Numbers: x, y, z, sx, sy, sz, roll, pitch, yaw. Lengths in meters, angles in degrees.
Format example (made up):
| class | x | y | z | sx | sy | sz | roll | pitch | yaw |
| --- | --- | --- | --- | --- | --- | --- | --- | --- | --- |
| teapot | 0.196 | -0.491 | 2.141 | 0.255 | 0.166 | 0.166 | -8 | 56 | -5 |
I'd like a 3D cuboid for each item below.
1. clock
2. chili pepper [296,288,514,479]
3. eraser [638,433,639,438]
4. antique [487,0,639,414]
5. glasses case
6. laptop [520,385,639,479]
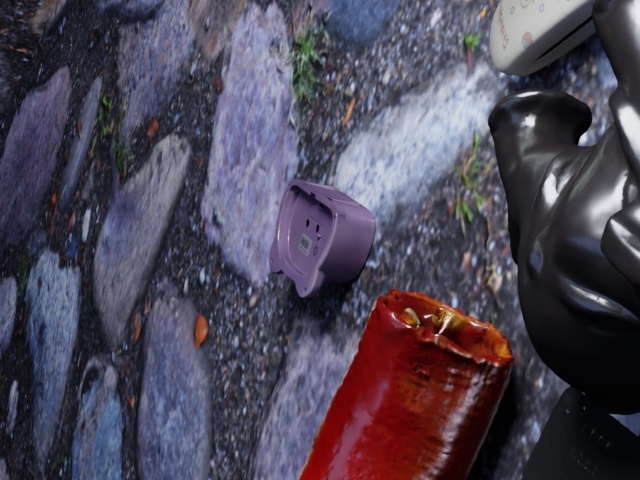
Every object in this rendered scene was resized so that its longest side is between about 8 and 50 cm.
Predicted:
| class | x | y | z | sx | sy | sz | roll | pitch | yaw |
| --- | --- | --- | --- | --- | --- | --- | --- | --- | --- |
| clock | 0.000 | 0.000 | 1.488 | 0.153 | 0.050 | 0.110 | 38 | 113 | 63 |
| chili pepper | 0.045 | 0.214 | 1.185 | 0.131 | 0.135 | 0.338 | -118 | 48 | -75 |
| eraser | 0.207 | 0.225 | 0.893 | 0.210 | 0.068 | 0.124 | -60 | 32 | 19 |
| antique | 0.237 | -0.024 | 0.855 | 0.322 | 0.185 | 0.255 | -44 | 33 | 51 |
| glasses case | 0.205 | -0.204 | 1.147 | 0.204 | 0.051 | 0.081 | -39 | 46 | 54 |
| laptop | 0.177 | 0.183 | 0.884 | 0.129 | 0.016 | 0.180 | -66 | 29 | 9 |
